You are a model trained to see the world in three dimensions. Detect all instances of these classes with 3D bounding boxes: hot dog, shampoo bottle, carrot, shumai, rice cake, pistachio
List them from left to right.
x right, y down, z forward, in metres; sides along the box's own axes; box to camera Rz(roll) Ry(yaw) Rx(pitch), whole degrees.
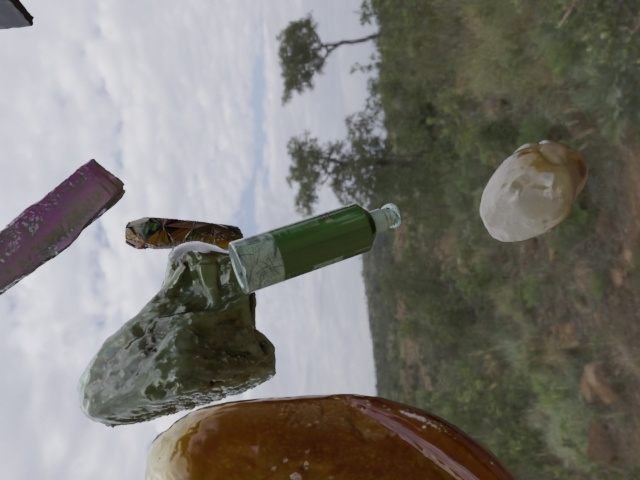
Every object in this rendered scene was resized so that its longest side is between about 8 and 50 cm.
[{"bbox_3d":[-0.246,0.010,0.500,0.047,0.206,0.036,53,161,-11],"label":"rice cake"},{"bbox_3d":[-0.206,0.126,0.863,0.225,0.260,0.222,106,143,-72],"label":"shumai"},{"bbox_3d":[-0.270,-0.010,1.257,0.069,0.228,0.069,-177,90,-75],"label":"carrot"},{"bbox_3d":[0.000,0.000,0.720,0.065,0.204,0.065,161,90,-72],"label":"shampoo bottle"},{"bbox_3d":[0.049,0.265,0.518,0.223,0.405,0.185,-35,-33,-33],"label":"hot dog"},{"bbox_3d":[0.311,-0.067,0.930,0.206,0.129,0.132,108,158,-65],"label":"pistachio"}]

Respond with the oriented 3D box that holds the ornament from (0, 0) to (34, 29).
[{"bbox_3d":[-0.313,-0.119,0.418,0.166,0.153,0.196,70,-166,-67],"label":"ornament"}]
